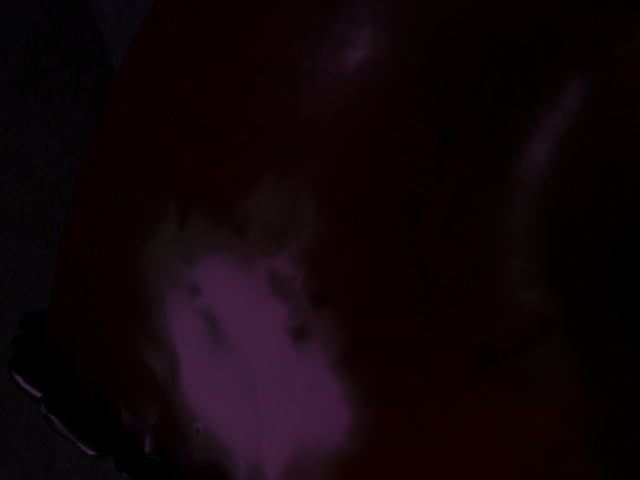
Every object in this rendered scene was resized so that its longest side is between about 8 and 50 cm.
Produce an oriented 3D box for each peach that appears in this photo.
[{"bbox_3d":[0.071,-0.007,0.465,0.257,0.201,0.362,28,-176,-2],"label":"peach"}]
